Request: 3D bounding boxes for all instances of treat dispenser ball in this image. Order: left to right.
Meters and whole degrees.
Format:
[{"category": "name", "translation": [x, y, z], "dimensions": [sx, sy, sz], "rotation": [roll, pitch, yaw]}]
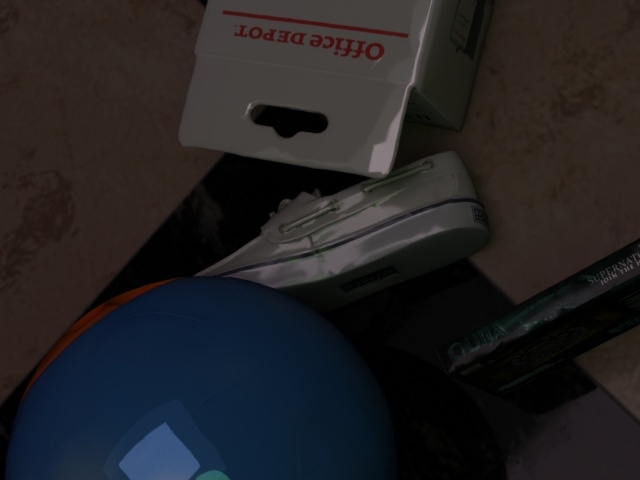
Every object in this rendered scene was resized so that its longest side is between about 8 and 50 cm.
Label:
[{"category": "treat dispenser ball", "translation": [-0.086, 0.169, 1.173], "dimensions": [0.288, 0.288, 0.288], "rotation": [-6, 75, 22]}]

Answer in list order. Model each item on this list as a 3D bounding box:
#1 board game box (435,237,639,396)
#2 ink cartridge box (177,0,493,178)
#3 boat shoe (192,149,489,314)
[{"category": "board game box", "translation": [0.188, 0.057, 1.174], "dimensions": [0.186, 0.126, 0.026], "rotation": [-29, 68, 14]}, {"category": "ink cartridge box", "translation": [0.031, -0.216, 1.312], "dimensions": [0.207, 0.119, 0.353], "rotation": [11, 81, 25]}, {"category": "boat shoe", "translation": [0.000, 0.000, 1.288], "dimensions": [0.267, 0.096, 0.088], "rotation": [-21, 66, 16]}]
